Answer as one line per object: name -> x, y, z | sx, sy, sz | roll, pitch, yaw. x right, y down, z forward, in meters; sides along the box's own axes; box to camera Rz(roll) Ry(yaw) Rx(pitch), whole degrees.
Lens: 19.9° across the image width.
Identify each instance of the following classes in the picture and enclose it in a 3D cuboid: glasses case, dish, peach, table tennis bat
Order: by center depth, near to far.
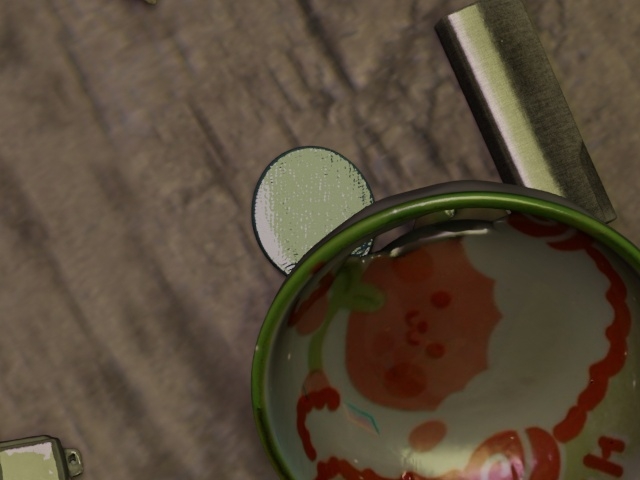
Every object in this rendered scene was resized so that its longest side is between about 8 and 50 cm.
dish -> 0.110, 0.082, 1.381 | 0.324, 0.124, 0.324 | 0, 118, 0
peach -> 0.114, 0.001, 1.443 | 0.083, 0.083, 0.083 | 1, 83, -6
table tennis bat -> 0.000, 0.000, 1.460 | 0.100, 0.019, 0.155 | -13, 83, -8
glasses case -> 0.166, -0.097, 1.475 | 0.070, 0.047, 0.205 | -23, 86, -9

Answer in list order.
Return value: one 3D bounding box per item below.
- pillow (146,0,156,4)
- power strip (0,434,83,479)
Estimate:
pillow -> -0.202, -0.276, 1.443 | 0.181, 0.078, 0.134 | 14, 79, -1
power strip -> -0.314, 0.203, 1.384 | 0.272, 0.052, 0.078 | -9, 85, -7
